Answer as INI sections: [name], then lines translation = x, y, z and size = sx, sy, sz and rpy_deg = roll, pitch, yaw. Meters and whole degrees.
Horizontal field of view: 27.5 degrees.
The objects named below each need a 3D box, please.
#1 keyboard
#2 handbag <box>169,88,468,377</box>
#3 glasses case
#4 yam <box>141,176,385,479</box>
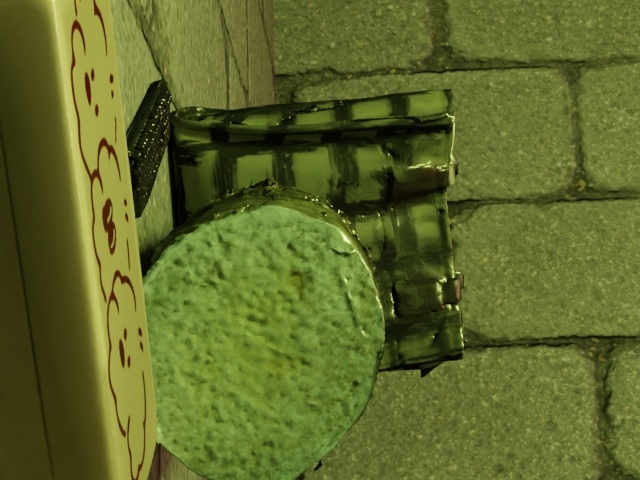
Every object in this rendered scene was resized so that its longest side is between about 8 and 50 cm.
[keyboard]
translation = -0.164, -0.091, 1.257
size = 0.231, 0.023, 0.072
rpy_deg = -87, 176, -67
[handbag]
translation = 0.000, 0.000, 1.493
size = 0.162, 0.327, 0.325
rpy_deg = -62, 148, -77
[glasses case]
translation = -0.154, 0.003, 0.751
size = 0.144, 0.076, 0.336
rpy_deg = -88, 175, -68
[yam]
translation = -0.058, 0.067, 1.247
size = 0.348, 0.241, 0.241
rpy_deg = -98, -175, -80
